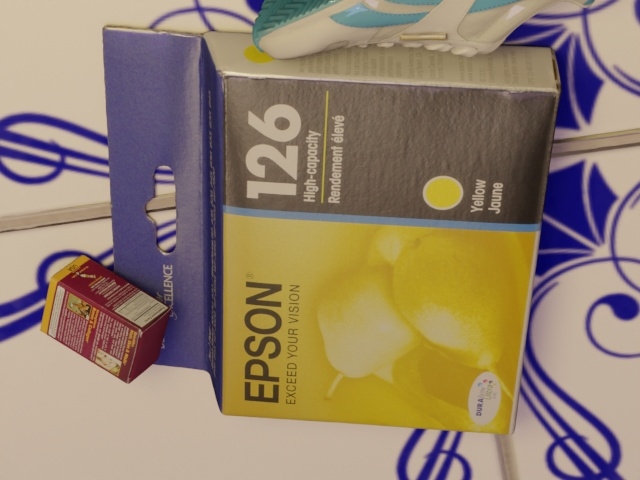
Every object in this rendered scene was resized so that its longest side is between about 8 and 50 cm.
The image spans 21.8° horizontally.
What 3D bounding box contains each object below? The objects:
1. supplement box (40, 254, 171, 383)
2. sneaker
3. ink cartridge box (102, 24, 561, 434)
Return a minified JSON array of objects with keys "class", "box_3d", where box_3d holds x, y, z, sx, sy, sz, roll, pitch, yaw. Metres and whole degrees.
[{"class":"supplement box","box_3d":[-0.158,0.057,1.222,0.083,0.043,0.055,30,127,15]},{"class":"sneaker","box_3d":[0.066,-0.154,1.048,0.229,0.087,0.092,-18,125,18]},{"class":"ink cartridge box","box_3d":[0.000,0.000,1.177,0.307,0.072,0.303,2,127,0]}]
